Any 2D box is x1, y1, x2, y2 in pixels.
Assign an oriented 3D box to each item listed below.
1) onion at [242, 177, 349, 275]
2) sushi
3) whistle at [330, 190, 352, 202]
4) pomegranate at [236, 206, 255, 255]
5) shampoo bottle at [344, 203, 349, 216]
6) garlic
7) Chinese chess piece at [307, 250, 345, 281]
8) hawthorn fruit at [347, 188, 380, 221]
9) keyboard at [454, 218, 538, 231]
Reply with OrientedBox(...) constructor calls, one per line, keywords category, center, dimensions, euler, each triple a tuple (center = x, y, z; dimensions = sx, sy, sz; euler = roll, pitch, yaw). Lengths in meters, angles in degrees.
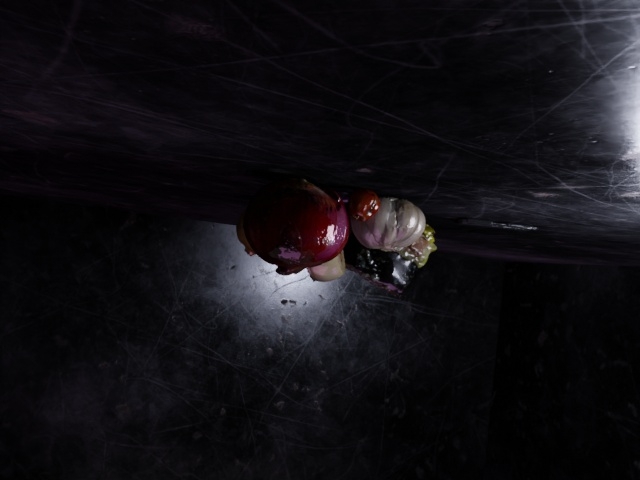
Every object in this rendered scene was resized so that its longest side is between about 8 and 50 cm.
OrientedBox(category="onion", center=(-0.062, -0.034, 1.345), dimensions=(0.275, 0.277, 0.276), euler=(7, 177, 0))
OrientedBox(category="sushi", center=(0.243, 0.029, 1.928), dimensions=(0.328, 0.286, 0.328), euler=(28, 178, 18))
OrientedBox(category="whistle", center=(0.010, -0.127, 1.492), dimensions=(0.176, 0.033, 0.033), euler=(7, 177, 15))
OrientedBox(category="pomegranate", center=(-0.192, -0.046, 1.894), dimensions=(0.232, 0.234, 0.233), euler=(7, 177, 0))
OrientedBox(category="shampoo bottle", center=(0.053, -0.092, 1.582), dimensions=(0.068, 0.067, 0.236), euler=(-11, 180, 7))
OrientedBox(category="garlic", center=(0.192, -0.045, 1.514), dimensions=(0.227, 0.152, 0.228), euler=(11, 176, 1))
OrientedBox(category="Chinese chess piece", center=(0.000, 0.000, 1.687), dimensions=(0.112, 0.270, 0.270), euler=(-13, 174, 8))
OrientedBox(category="hawthorn fruit", center=(0.112, -0.092, 1.387), dimensions=(0.092, 0.093, 0.093), euler=(7, 177, 0))
OrientedBox(category="keyboard", center=(0.589, -0.052, 1.754), dimensions=(0.262, 0.016, 0.106), euler=(6, 177, 3))
